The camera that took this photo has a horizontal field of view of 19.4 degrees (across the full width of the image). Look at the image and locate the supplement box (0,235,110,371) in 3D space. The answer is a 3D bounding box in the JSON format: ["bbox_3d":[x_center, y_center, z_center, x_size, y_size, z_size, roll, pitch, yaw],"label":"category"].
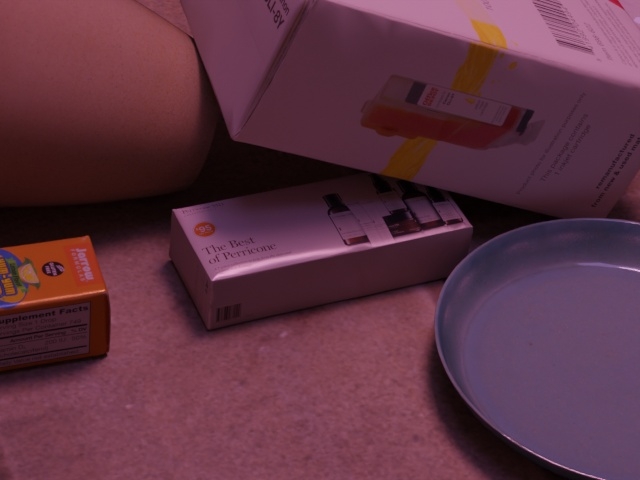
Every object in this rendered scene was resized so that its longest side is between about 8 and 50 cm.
[{"bbox_3d":[-0.286,0.059,1.473,0.233,0.080,0.078,-8,44,-19],"label":"supplement box"}]

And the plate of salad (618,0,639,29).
[{"bbox_3d":[0.356,-0.243,1.941,0.199,0.048,0.200,4,30,-2],"label":"plate of salad"}]

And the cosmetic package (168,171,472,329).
[{"bbox_3d":[0.000,0.000,1.594,0.239,0.060,0.099,-12,42,-21],"label":"cosmetic package"}]

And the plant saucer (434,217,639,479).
[{"bbox_3d":[0.247,0.097,1.524,0.317,0.044,0.318,4,39,-3],"label":"plant saucer"}]

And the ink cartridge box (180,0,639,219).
[{"bbox_3d":[0.084,-0.186,1.653,0.384,0.160,0.279,12,34,-29],"label":"ink cartridge box"}]

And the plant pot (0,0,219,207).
[{"bbox_3d":[-0.233,-0.130,1.605,0.274,0.256,0.256,13,37,-20],"label":"plant pot"}]
